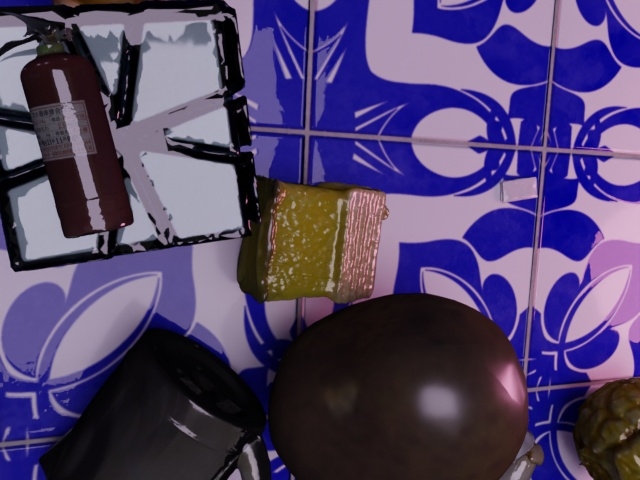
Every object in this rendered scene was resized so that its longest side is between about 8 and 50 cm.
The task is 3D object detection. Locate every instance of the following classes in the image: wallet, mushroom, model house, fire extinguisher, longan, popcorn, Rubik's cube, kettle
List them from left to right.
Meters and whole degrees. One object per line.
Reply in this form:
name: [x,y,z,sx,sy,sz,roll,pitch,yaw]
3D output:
fire extinguisher: [-0.263,-0.117,0.588,0.099,0.071,0.231,-11,101,12]
Rubik's cube: [-0.255,-0.135,0.766,0.294,0.283,0.288,-7,98,-20]
kettle: [-0.234,0.349,0.855,0.321,0.228,0.324,40,91,7]
model house: [0.000,0.000,0.935,0.234,0.175,0.193,4,95,-17]
longan: [0.115,0.250,0.898,0.405,0.404,0.336,4,65,-21]
mushroom: [0.310,0.528,1.157,0.097,0.109,0.351,41,84,20]
wallet: [0.391,-0.100,1.152,0.083,0.011,0.044,-9,100,-18]
popcorn: [0.650,0.409,1.185,0.247,0.282,0.282,-41,109,2]

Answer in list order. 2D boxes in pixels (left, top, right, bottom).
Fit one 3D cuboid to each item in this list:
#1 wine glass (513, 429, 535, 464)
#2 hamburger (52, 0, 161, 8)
wine glass: [0.333,0.321,1.134,0.122,0.122,0.182,-24,103,-16]
hamburger: [-0.287,-0.405,0.734,0.237,0.276,0.276,-32,107,-15]
